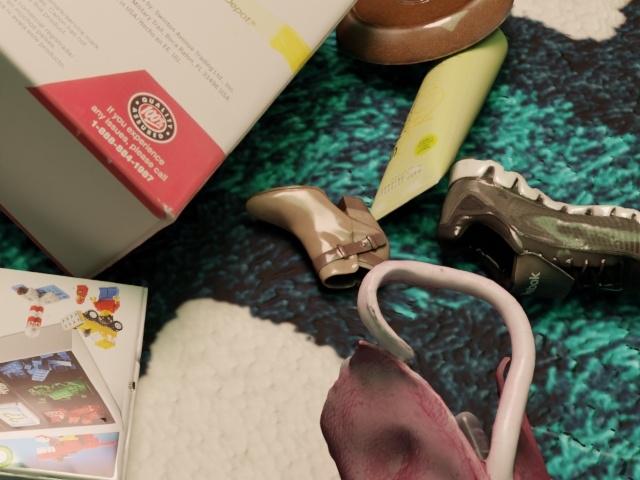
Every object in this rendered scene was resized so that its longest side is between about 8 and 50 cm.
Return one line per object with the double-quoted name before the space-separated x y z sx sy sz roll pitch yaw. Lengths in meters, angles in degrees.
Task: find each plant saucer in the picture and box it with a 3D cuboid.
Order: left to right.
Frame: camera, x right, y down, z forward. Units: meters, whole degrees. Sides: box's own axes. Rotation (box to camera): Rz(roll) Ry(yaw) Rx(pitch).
"plant saucer" 0.093 -0.219 1.768 0.168 0.029 0.168 -11 37 8

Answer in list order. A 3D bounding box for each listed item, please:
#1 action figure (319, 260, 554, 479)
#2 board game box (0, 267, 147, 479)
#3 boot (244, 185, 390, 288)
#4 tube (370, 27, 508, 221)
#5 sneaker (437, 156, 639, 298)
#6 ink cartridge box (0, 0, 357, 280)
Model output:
"action figure" 0.130 0.231 1.290 0.248 0.275 0.370 6 35 -16
"board game box" -0.290 0.100 1.438 0.305 0.053 0.193 8 48 -6
"boot" 0.000 0.000 1.598 0.118 0.042 0.087 0 52 -12
"tube" 0.105 -0.107 1.691 0.062 0.070 0.240 14 46 14
"sneaker" 0.200 0.014 1.610 0.234 0.078 0.106 21 51 11
"ink cartridge box" -0.156 -0.199 1.594 0.279 0.160 0.384 45 50 -9
